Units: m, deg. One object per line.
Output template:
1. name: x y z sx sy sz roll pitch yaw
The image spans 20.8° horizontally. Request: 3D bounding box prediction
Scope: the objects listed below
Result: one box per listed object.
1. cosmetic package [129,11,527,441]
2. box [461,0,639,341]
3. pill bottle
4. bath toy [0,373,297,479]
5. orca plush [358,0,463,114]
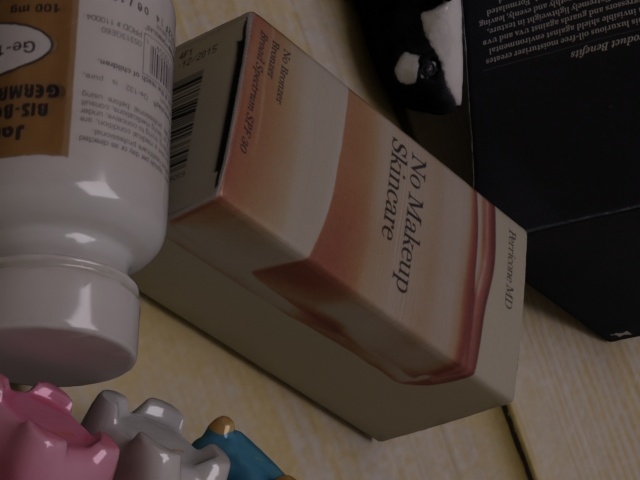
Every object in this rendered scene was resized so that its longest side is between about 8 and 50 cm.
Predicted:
1. cosmetic package: 0.000 0.000 1.172 0.296 0.129 0.153 35 49 -38
2. box: 0.256 -0.102 1.443 0.296 0.182 0.294 31 53 -55
3. pill bottle: -0.152 -0.040 1.003 0.131 0.131 0.229 24 57 -43
4. bath toy: -0.151 0.155 0.938 0.348 0.129 0.151 20 16 -47
5. orca plush: 0.045 -0.239 1.347 0.102 0.151 0.287 -7 109 -12
